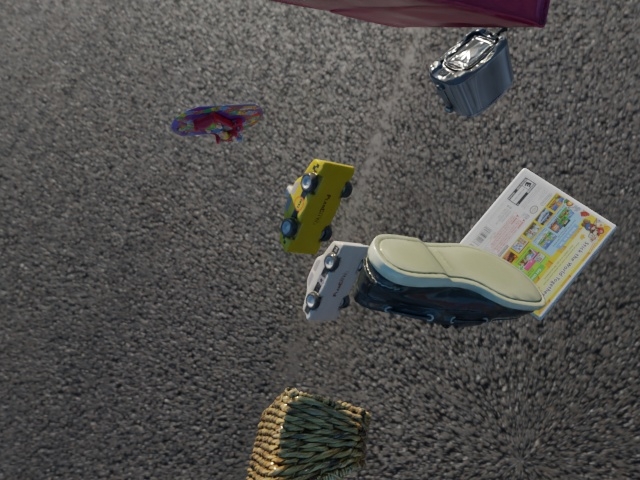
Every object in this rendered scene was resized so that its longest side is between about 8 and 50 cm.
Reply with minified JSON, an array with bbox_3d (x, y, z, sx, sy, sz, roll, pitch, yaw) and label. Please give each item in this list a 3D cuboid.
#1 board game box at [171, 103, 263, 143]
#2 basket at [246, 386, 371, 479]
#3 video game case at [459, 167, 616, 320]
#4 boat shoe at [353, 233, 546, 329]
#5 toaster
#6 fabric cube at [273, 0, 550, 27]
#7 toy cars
[{"bbox_3d":[-0.184,-0.205,1.130,0.168,0.133,0.033,-9,81,-25],"label":"board game box"},{"bbox_3d":[-0.024,0.454,1.249,0.213,0.299,0.223,18,61,-8],"label":"basket"},{"bbox_3d":[0.403,0.003,1.180,0.206,0.026,0.227,39,85,24],"label":"video game case"},{"bbox_3d":[0.195,0.081,0.938,0.113,0.340,0.127,-58,41,30],"label":"boat shoe"},{"bbox_3d":[0.385,-0.416,1.534,0.227,0.146,0.129,-42,45,-7],"label":"toaster"},{"bbox_3d":[0.089,-0.377,0.666,0.258,0.259,0.254,31,116,56],"label":"fabric cube"},{"bbox_3d":[0.000,0.000,1.219,0.176,0.394,0.087,-31,46,-17],"label":"toy cars"}]
